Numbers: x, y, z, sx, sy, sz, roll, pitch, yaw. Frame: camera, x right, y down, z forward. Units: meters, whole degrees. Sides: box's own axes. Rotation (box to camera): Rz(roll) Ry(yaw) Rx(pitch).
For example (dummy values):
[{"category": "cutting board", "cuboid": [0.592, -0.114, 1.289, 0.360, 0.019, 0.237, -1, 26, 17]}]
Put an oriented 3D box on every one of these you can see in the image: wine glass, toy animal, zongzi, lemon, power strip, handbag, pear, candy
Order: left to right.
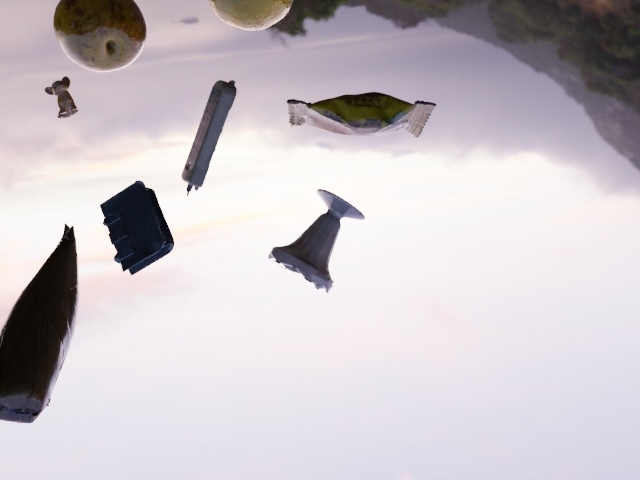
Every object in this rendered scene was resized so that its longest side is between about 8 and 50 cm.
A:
[{"category": "zongzi", "cuboid": [-0.488, 0.141, 1.205, 0.123, 0.289, 0.260, 20, -166, -19]}, {"category": "toy animal", "cuboid": [-0.585, -0.325, 1.560, 0.060, 0.083, 0.081, -24, -179, -14]}, {"category": "pear", "cuboid": [-0.686, -0.661, 2.135, 0.281, 0.280, 0.281, -6, -164, 2]}, {"category": "handbag", "cuboid": [-0.524, -0.035, 1.944, 0.179, 0.229, 0.062, -30, 159, 10]}, {"category": "power strip", "cuboid": [-0.207, -0.186, 1.246, 0.029, 0.227, 0.080, 18, -173, -28]}, {"category": "lemon", "cuboid": [-0.209, -0.758, 2.032, 0.293, 0.293, 0.293, -6, -164, 2]}, {"category": "wine glass", "cuboid": [0.000, 0.000, 1.527, 0.196, 0.165, 0.165, -56, -151, -6]}, {"category": "candy", "cuboid": [0.079, -0.264, 1.443, 0.297, 0.081, 0.187, 5, 173, -1]}]
